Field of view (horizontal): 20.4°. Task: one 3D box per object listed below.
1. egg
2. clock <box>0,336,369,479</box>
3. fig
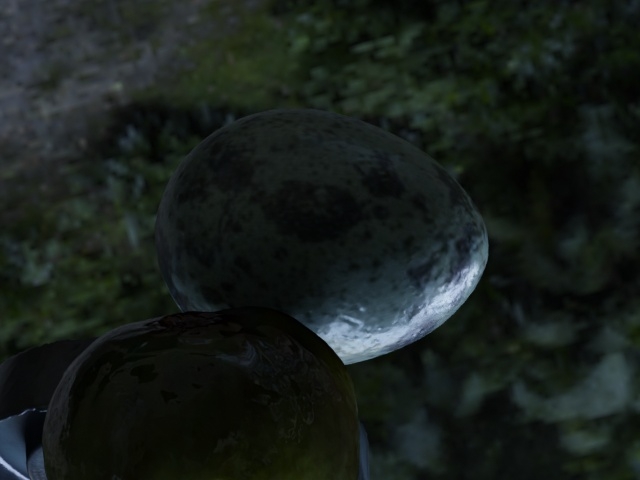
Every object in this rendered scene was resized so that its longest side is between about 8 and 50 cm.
[{"bbox_3d":[0.000,0.000,0.902,0.172,0.132,0.132,5,-167,17],"label":"egg"},{"bbox_3d":[-0.112,0.167,1.345,0.312,0.061,0.313,6,150,4],"label":"clock"},{"bbox_3d":[-0.040,0.151,0.826,0.149,0.245,0.149,-10,-166,3],"label":"fig"}]
